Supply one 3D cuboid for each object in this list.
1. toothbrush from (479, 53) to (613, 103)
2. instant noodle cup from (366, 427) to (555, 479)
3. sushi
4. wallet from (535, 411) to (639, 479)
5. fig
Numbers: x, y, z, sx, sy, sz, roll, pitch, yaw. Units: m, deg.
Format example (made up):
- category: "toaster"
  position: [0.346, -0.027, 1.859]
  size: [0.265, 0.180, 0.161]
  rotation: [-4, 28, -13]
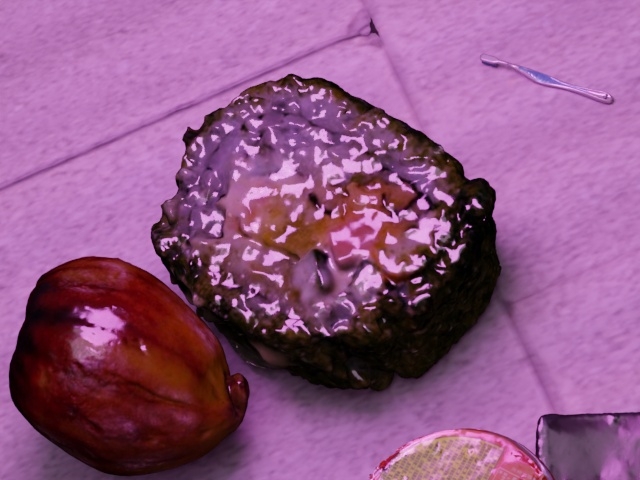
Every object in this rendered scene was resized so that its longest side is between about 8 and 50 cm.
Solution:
- category: "toothbrush"
  position: [0.257, -0.185, 1.800]
  size: [0.162, 0.017, 0.014]
  rotation: [20, 73, 20]
- category: "instant noodle cup"
  position: [0.139, 0.291, 1.449]
  size: [0.193, 0.212, 0.193]
  rotation: [-5, 65, 11]
- category: "sushi"
  position: [0.000, 0.000, 1.688]
  size: [0.352, 0.178, 0.294]
  rotation: [31, 78, 24]
- category: "wallet"
  position: [0.361, 0.237, 1.582]
  size: [0.285, 0.030, 0.146]
  rotation: [-5, 68, 12]
- category: "fig"
  position: [-0.212, 0.136, 1.649]
  size: [0.224, 0.224, 0.263]
  rotation: [-42, 72, -8]
